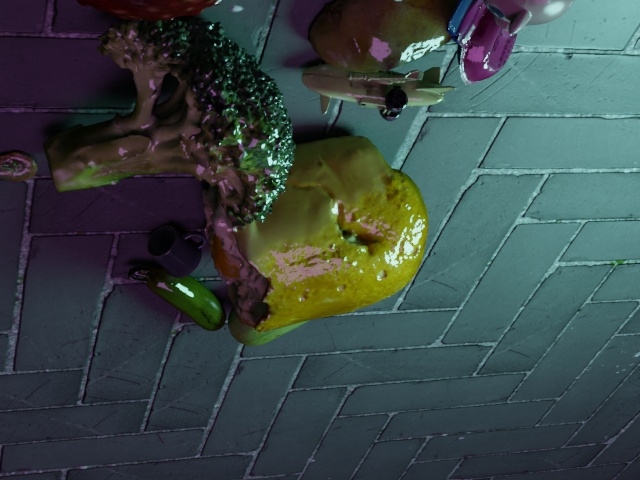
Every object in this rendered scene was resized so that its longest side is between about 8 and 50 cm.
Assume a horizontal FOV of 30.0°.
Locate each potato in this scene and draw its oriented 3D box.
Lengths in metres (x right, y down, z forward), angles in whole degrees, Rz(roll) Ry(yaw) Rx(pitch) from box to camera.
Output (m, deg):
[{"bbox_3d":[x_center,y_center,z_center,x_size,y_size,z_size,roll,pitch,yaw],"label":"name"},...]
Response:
[{"bbox_3d":[0.112,-0.333,1.835,0.261,0.100,0.120,-14,148,-2],"label":"potato"}]

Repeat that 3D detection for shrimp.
[{"bbox_3d":[-0.519,-0.125,1.965,0.108,0.023,0.059,8,131,-30],"label":"shrimp"}]

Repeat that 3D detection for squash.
[{"bbox_3d":[-0.029,0.101,2.420,0.370,0.118,0.118,-31,144,16],"label":"squash"},{"bbox_3d":[-0.261,0.118,2.382,0.080,0.071,0.318,-26,145,18],"label":"squash"}]

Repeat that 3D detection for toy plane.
[{"bbox_3d":[0.091,-0.246,1.943,0.244,0.092,0.229,1,176,-3],"label":"toy plane"}]

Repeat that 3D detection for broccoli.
[{"bbox_3d":[-0.217,-0.149,1.871,0.353,0.275,0.397,42,121,-1],"label":"broccoli"}]

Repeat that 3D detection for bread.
[{"bbox_3d":[0.000,0.000,2.149,0.394,0.250,0.361,-9,147,-10],"label":"bread"}]

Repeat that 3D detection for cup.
[{"bbox_3d":[-0.264,0.012,2.226,0.100,0.078,0.077,-34,139,10],"label":"cup"}]

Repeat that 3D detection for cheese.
[{"bbox_3d":[0.251,-0.327,1.884,0.155,0.062,0.244,-63,153,3],"label":"cheese"}]

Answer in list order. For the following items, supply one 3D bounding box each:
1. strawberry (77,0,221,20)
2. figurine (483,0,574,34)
[{"bbox_3d":[-0.220,-0.385,1.480,0.317,0.295,0.345,-22,169,-14],"label":"strawberry"},{"bbox_3d":[0.316,-0.448,1.736,0.186,0.176,0.287,29,122,7],"label":"figurine"}]
